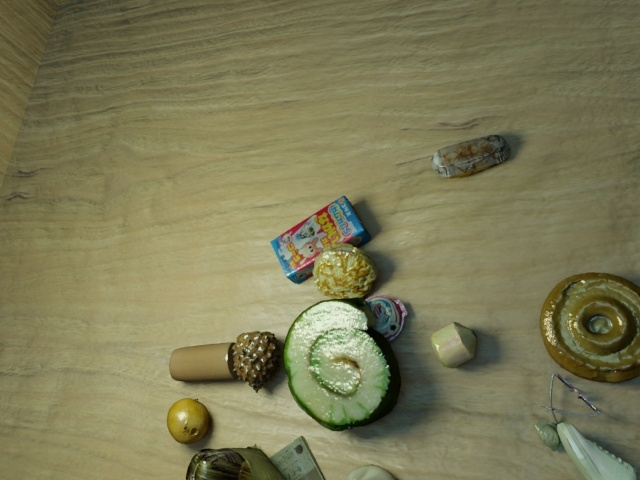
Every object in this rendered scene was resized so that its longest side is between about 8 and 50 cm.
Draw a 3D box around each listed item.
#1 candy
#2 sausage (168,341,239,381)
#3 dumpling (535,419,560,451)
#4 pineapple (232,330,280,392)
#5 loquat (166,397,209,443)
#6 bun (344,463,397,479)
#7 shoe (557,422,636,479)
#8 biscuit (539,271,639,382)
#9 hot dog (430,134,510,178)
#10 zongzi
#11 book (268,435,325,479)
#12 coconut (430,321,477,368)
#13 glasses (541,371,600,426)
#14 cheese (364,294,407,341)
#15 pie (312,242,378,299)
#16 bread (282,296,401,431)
[{"bbox_3d":[-0.001,-0.001,1.700,0.306,0.100,0.157,-31,62,7],"label":"candy"},{"bbox_3d":[-0.390,0.410,1.684,0.253,0.123,0.123,-10,67,18],"label":"sausage"},{"bbox_3d":[0.598,0.503,1.312,0.060,0.043,0.077,-28,57,-15],"label":"dumpling"},{"bbox_3d":[-0.203,0.385,1.600,0.166,0.166,0.192,-7,81,19],"label":"pineapple"},{"bbox_3d":[-0.428,0.581,1.626,0.141,0.141,0.141,-7,68,19],"label":"loquat"},{"bbox_3d":[0.134,0.705,1.372,0.173,0.120,0.172,-7,70,21],"label":"bun"},{"bbox_3d":[0.698,0.555,1.229,0.110,0.095,0.264,-29,68,3],"label":"shoe"},{"bbox_3d":[0.738,0.225,1.329,0.297,0.102,0.296,-6,70,17],"label":"biscuit"},{"bbox_3d":[0.485,-0.272,1.632,0.253,0.069,0.131,-15,57,13],"label":"hot dog"},{"bbox_3d":[-0.181,0.689,1.383,0.318,0.289,0.154,16,81,35],"label":"zongzi"},{"bbox_3d":[-0.064,0.708,1.505,0.139,0.016,0.198,-37,62,5],"label":"book"},{"bbox_3d":[0.385,0.292,1.431,0.122,0.116,0.116,-29,63,15],"label":"coconut"},{"bbox_3d":[0.633,0.428,1.313,0.104,0.062,0.140,-43,61,3],"label":"glasses"},{"bbox_3d":[0.152,0.258,1.564,0.244,0.062,0.155,-28,65,10],"label":"cheese"},{"bbox_3d":[0.078,0.101,1.602,0.205,0.084,0.178,11,113,8],"label":"pie"},{"bbox_3d":[0.068,0.352,1.491,0.367,0.129,0.381,18,92,31],"label":"bread"}]
